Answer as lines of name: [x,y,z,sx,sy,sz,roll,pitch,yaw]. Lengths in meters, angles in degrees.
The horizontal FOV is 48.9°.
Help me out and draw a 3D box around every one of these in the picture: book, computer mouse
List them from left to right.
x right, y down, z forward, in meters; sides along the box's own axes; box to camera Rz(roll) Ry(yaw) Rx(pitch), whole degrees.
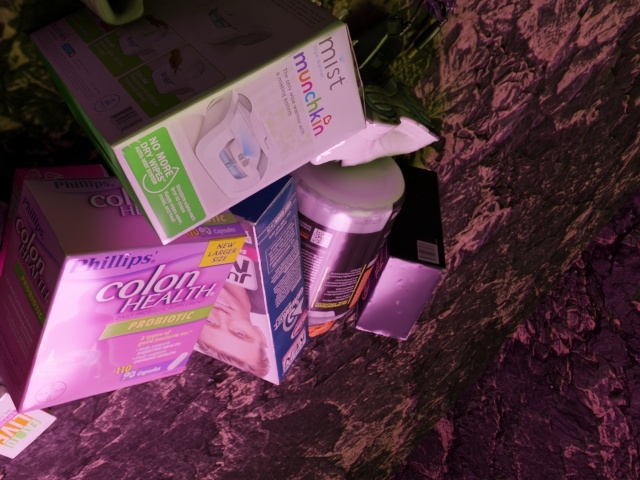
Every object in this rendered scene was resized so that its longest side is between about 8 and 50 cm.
book: [-0.505,0.290,1.129,0.096,0.035,0.144,-40,149,-8]
computer mouse: [0.084,-0.276,1.009,0.262,0.060,0.184,-49,166,21]

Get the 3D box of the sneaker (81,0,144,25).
sneaker: [-0.158,-0.311,0.613,0.099,0.121,0.262,-12,140,-40]

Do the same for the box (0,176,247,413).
box: [-0.235,0.055,0.801,0.213,0.117,0.243,-7,136,-44]

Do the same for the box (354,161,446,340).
box: [0.136,0.013,1.241,0.103,0.261,0.184,13,131,-6]

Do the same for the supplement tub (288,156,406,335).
supplement tub: [0.000,0.000,1.138,0.193,0.193,0.316,-15,142,-36]

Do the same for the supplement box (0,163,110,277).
supplement box: [-0.326,0.024,0.885,0.111,0.114,0.220,-8,139,-41]

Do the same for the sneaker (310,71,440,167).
sneaker: [0.074,-0.165,1.016,0.129,0.111,0.297,-37,164,28]

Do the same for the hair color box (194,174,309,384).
hair color box: [-0.122,0.046,1.014,0.105,0.173,0.347,-54,153,-37]

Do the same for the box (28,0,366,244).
box: [-0.126,-0.162,0.695,0.231,0.262,0.127,-32,137,-15]

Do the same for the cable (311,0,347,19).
cable: [-0.079,-0.215,0.916,0.287,0.072,0.139,-37,150,17]
